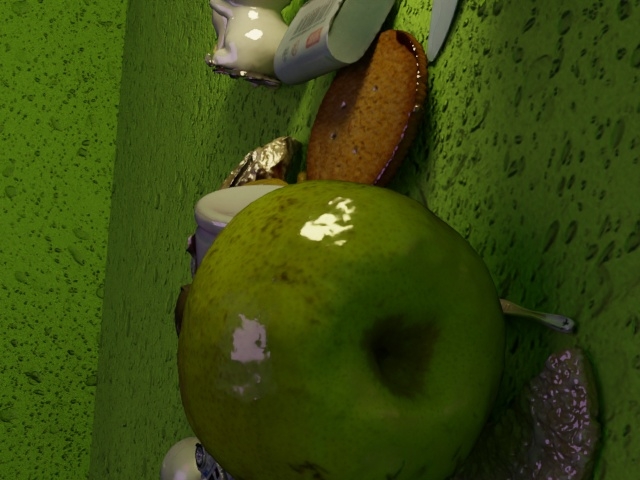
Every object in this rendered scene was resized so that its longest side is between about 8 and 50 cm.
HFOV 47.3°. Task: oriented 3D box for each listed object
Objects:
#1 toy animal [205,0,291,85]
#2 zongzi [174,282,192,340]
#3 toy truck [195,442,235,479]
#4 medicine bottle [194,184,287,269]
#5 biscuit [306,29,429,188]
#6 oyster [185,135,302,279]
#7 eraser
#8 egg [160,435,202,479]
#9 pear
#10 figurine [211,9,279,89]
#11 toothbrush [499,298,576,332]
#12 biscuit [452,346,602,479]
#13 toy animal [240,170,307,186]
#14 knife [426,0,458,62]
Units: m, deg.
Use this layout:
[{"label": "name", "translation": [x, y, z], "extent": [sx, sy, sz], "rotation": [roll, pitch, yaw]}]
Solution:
[{"label": "toy animal", "translation": [-0.108, -0.458, 1.398], "extent": [0.247, 0.183, 0.309], "rotation": [20, 102, 39]}, {"label": "zongzi", "translation": [-0.244, 0.250, 1.581], "extent": [0.274, 0.145, 0.299], "rotation": [-169, 80, -68]}, {"label": "toy truck", "translation": [-0.130, 0.378, 1.333], "extent": [0.268, 0.124, 0.155], "rotation": [-63, 38, 32]}, {"label": "medicine bottle", "translation": [-0.090, 0.088, 1.134], "extent": [0.202, 0.202, 0.315], "rotation": [-138, 45, -59]}, {"label": "biscuit", "translation": [0.067, -0.177, 1.122], "extent": [0.305, 0.038, 0.305], "rotation": [-38, 43, 47]}, {"label": "oyster", "translation": [-0.131, -0.047, 1.386], "extent": [0.100, 0.275, 0.271], "rotation": [28, 133, 21]}, {"label": "eraser", "translation": [0.018, -0.351, 1.205], "extent": [0.174, 0.081, 0.227], "rotation": [-60, 21, -10]}, {"label": "egg", "translation": [-0.260, 0.489, 1.534], "extent": [0.209, 0.151, 0.151], "rotation": [11, 94, 64]}, {"label": "pear", "translation": [0.011, 0.115, 0.837], "extent": [0.391, 0.391, 0.390], "rotation": [-24, 63, 60]}, {"label": "figurine", "translation": [-0.169, -0.414, 1.596], "extent": [0.155, 0.127, 0.235], "rotation": [-22, 73, 37]}, {"label": "toothbrush", "translation": [0.211, 0.075, 0.831], "extent": [0.017, 0.022, 0.204], "rotation": [-59, 25, -8]}, {"label": "biscuit", "translation": [0.219, 0.230, 0.769], "extent": [0.250, 0.032, 0.133], "rotation": [-57, 38, 40]}, {"label": "toy animal", "translation": [-0.040, -0.072, 1.299], "extent": [0.155, 0.219, 0.095], "rotation": [-48, -46, -71]}, {"label": "knife", "translation": [0.180, -0.414, 0.995], "extent": [0.080, 0.044, 0.331], "rotation": [12, 100, 60]}]
